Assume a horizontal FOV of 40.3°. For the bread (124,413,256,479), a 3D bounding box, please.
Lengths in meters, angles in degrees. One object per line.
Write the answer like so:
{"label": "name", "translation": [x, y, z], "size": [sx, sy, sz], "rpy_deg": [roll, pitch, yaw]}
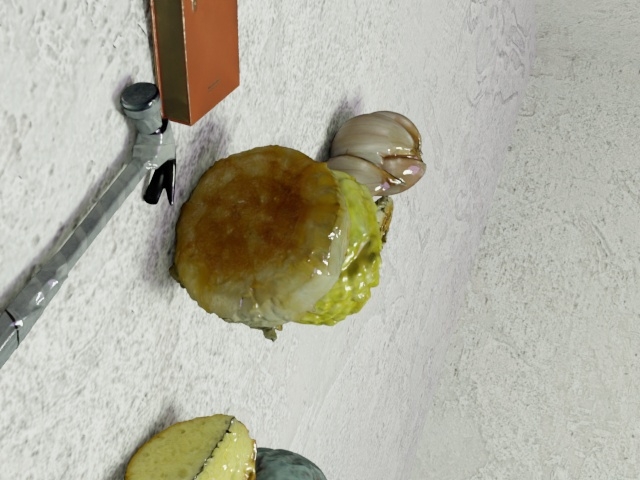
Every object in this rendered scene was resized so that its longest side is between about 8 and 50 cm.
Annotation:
{"label": "bread", "translation": [-0.194, 0.338, 1.171], "size": [0.260, 0.134, 0.129], "rpy_deg": [-57, 142, -53]}

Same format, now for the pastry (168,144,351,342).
{"label": "pastry", "translation": [-0.071, -0.004, 1.133], "size": [0.121, 0.236, 0.257], "rpy_deg": [50, 56, -55]}

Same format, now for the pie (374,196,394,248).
{"label": "pie", "translation": [0.066, 0.030, 1.673], "size": [0.274, 0.055, 0.274], "rpy_deg": [-55, 169, -16]}

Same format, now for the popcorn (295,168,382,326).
{"label": "popcorn", "translation": [0.000, 0.000, 1.385], "size": [0.251, 0.206, 0.236], "rpy_deg": [-78, 153, -55]}

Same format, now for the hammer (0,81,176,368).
{"label": "hammer", "translation": [-0.269, 0.015, 0.901], "size": [0.152, 0.044, 0.427], "rpy_deg": [83, 30, -46]}

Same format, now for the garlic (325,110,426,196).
{"label": "garlic", "translation": [0.089, -0.154, 1.588], "size": [0.214, 0.191, 0.160], "rpy_deg": [-17, 93, -55]}

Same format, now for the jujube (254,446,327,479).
{"label": "jujube", "translation": [-0.088, 0.461, 1.415], "size": [0.308, 0.216, 0.246], "rpy_deg": [65, 11, -63]}

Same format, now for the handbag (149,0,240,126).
{"label": "handbag", "translation": [-0.145, -0.248, 1.031], "size": [0.127, 0.063, 0.190], "rpy_deg": [-52, 151, -48]}
